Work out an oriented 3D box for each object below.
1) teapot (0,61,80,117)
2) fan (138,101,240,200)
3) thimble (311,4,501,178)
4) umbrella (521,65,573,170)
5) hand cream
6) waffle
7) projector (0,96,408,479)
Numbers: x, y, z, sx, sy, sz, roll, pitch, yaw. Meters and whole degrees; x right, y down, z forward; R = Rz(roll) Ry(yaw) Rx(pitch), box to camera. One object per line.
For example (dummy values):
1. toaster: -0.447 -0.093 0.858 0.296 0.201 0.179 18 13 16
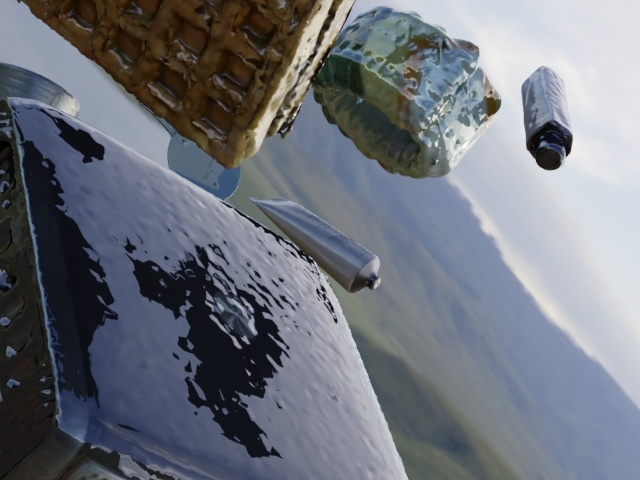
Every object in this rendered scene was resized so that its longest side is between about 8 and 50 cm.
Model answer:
1. teapot: -0.418 -0.139 1.675 0.239 0.149 0.162 23 -20 -18
2. fan: -0.173 -0.123 1.606 0.175 0.113 0.005 45 -37 -19
3. thimble: 0.126 -0.218 1.826 0.254 0.167 0.288 45 -13 -21
4. umbrella: 0.341 -0.184 1.855 0.067 0.073 0.337 31 25 -7
5. hand cream: 0.000 0.000 1.489 0.186 0.054 0.087 39 20 23
6. waffle: -0.127 -0.224 0.937 0.308 0.213 0.091 38 41 9
7. projector: -0.154 0.134 1.035 0.405 0.242 0.395 31 28 -41
